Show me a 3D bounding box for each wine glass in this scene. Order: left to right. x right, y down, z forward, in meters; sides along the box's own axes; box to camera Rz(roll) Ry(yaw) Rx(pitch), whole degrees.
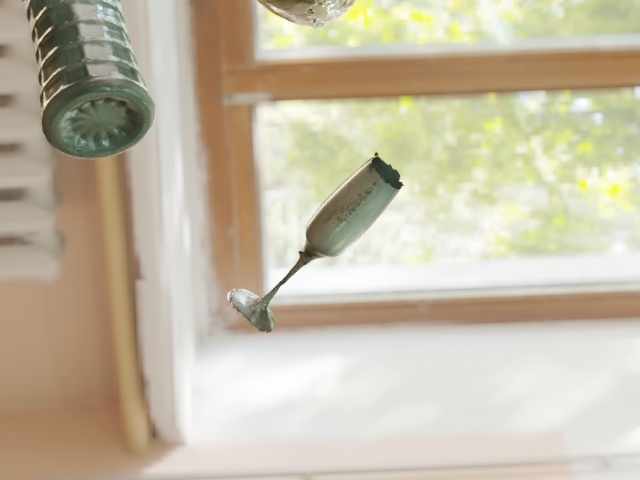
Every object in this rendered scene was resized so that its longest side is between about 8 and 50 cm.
[{"bbox_3d":[0.000,0.000,1.875,0.262,0.074,0.074,-46,-157,23],"label":"wine glass"}]

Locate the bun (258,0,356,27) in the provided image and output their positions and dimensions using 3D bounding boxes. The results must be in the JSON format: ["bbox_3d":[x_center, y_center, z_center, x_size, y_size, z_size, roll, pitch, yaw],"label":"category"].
[{"bbox_3d":[0.013,-0.422,1.753,0.364,0.202,0.364,-60,176,-7],"label":"bun"}]

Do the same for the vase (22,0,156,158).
[{"bbox_3d":[-0.249,-0.229,1.626,0.143,0.143,0.299,89,-14,-55],"label":"vase"}]
